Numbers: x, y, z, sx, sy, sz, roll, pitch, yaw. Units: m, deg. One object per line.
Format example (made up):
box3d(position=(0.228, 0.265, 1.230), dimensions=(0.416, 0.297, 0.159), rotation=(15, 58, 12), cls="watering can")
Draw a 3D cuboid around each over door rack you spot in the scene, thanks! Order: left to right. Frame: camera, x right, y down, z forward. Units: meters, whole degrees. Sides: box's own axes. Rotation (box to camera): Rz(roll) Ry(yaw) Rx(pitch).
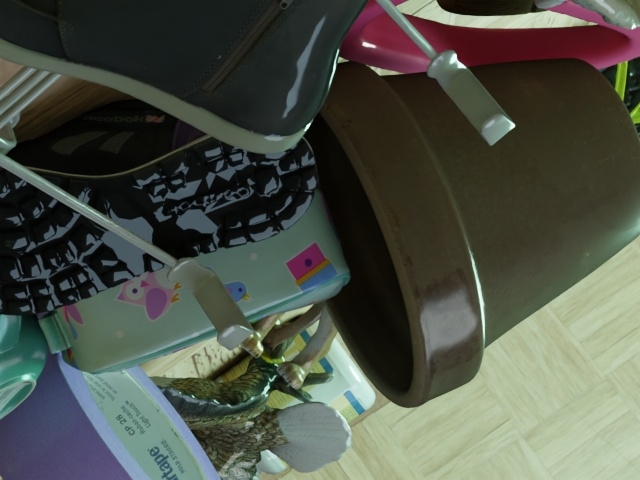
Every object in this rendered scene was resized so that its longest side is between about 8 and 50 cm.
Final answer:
box3d(position=(-0.066, -0.096, 1.060), dimensions=(0.239, 0.108, 0.324), rotation=(-39, 140, 9), cls="over door rack")

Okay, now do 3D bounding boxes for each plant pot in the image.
box3d(position=(0.117, -0.034, 1.363), dimensions=(0.229, 0.263, 0.263), rotation=(-20, 164, -13), cls="plant pot")

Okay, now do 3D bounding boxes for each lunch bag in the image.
box3d(position=(-0.109, 0.024, 1.359), dimensions=(0.224, 0.108, 0.279), rotation=(-17, 180, -12), cls="lunch bag")

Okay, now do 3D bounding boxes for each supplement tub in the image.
box3d(position=(-0.048, 0.199, 2.249), dimensions=(0.200, 0.144, 0.144), rotation=(-35, 168, -1), cls="supplement tub")

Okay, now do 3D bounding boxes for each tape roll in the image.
box3d(position=(-0.181, 0.189, 1.547), dimensions=(0.090, 0.275, 0.275), rotation=(-37, 168, 5), cls="tape roll")

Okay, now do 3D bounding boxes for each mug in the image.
box3d(position=(-0.269, 0.083, 1.336), dimensions=(0.129, 0.097, 0.158), rotation=(-34, 168, -11), cls="mug")

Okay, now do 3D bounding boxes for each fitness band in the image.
box3d(position=(0.130, -0.166, 1.343), dimensions=(0.209, 0.054, 0.291), rotation=(-12, 168, 37), cls="fitness band")

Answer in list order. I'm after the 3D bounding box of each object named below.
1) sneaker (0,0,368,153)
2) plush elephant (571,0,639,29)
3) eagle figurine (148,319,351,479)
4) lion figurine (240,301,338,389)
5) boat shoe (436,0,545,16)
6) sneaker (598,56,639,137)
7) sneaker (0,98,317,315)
box3d(position=(-0.087, -0.135, 0.854), dimensions=(0.083, 0.222, 0.118), rotation=(-80, -165, -44), cls="sneaker")
box3d(position=(0.221, -0.259, 1.135), dimensions=(0.255, 0.272, 0.330), rotation=(4, 116, -13), cls="plush elephant")
box3d(position=(-0.143, 0.193, 1.888), dimensions=(0.298, 0.226, 0.225), rotation=(-32, -172, -39), cls="eagle figurine")
box3d(position=(0.000, 0.000, 1.662), dimensions=(0.240, 0.142, 0.392), rotation=(-48, 173, -4), cls="lion figurine")
box3d(position=(0.243, -0.267, 1.410), dimensions=(0.341, 0.110, 0.121), rotation=(-18, 173, 1), cls="boat shoe")
box3d(position=(0.207, -0.079, 1.935), dimensions=(0.385, 0.145, 0.147), rotation=(-27, -176, -4), cls="sneaker")
box3d(position=(-0.152, -0.034, 1.204), dimensions=(0.283, 0.124, 0.107), rotation=(-11, 119, -12), cls="sneaker")
